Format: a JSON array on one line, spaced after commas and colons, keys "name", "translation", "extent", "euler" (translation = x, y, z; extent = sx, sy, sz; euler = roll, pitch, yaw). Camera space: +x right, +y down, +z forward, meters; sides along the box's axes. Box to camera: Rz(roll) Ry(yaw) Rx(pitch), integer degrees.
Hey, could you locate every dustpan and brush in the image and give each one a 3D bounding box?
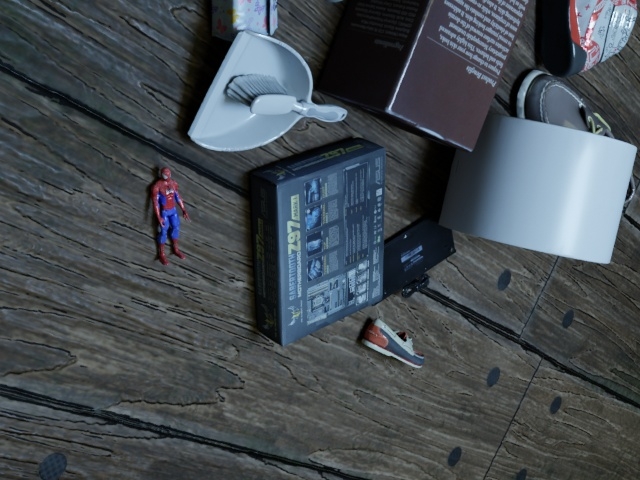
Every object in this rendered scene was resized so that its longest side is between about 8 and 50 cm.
[{"name": "dustpan and brush", "translation": [-0.042, -0.163, 1.185], "extent": [0.211, 0.060, 0.147], "euler": [-9, 135, -57]}]

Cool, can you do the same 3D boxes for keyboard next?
[{"name": "keyboard", "translation": [0.130, 0.032, 1.483], "extent": [0.180, 0.023, 0.108], "euler": [-30, 120, -31]}]

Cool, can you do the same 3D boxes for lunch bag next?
[{"name": "lunch bag", "translation": [-0.078, -0.264, 1.124], "extent": [0.083, 0.053, 0.071], "euler": [-24, 127, -44]}]

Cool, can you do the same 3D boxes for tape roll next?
[{"name": "tape roll", "translation": [0.307, -0.076, 1.432], "extent": [0.246, 0.246, 0.169], "euler": [8, 97, -46]}]

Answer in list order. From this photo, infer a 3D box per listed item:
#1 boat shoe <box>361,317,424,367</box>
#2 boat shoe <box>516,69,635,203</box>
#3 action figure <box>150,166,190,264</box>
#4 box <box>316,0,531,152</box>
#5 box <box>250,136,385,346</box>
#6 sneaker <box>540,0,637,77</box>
[{"name": "boat shoe", "translation": [0.114, 0.154, 1.506], "extent": [0.137, 0.049, 0.043], "euler": [29, 85, -42]}, {"name": "boat shoe", "translation": [0.414, -0.157, 1.615], "extent": [0.117, 0.096, 0.324], "euler": [-56, 136, -9]}, {"name": "action figure", "translation": [-0.173, -0.029, 1.156], "extent": [0.038, 0.030, 0.115], "euler": [-19, 119, -32]}, {"name": "box", "translation": [0.163, -0.324, 1.269], "extent": [0.191, 0.143, 0.382], "euler": [18, 94, -47]}, {"name": "box", "translation": [0.000, 0.000, 1.313], "extent": [0.183, 0.059, 0.233], "euler": [-23, 124, -36]}, {"name": "sneaker", "translation": [0.401, -0.386, 1.498], "extent": [0.145, 0.090, 0.270], "euler": [-23, 123, -31]}]
